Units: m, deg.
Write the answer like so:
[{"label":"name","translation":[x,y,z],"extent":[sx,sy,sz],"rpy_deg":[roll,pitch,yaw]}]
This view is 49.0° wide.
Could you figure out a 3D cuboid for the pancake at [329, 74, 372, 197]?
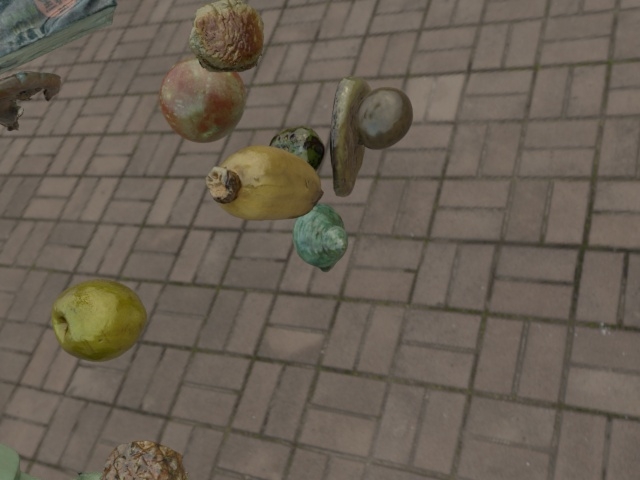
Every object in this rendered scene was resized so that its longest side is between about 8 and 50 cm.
[{"label":"pancake","translation":[0.071,-0.245,1.619],"extent":[0.049,0.294,0.294],"rpy_deg":[11,64,15]}]

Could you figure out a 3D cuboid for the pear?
[{"label":"pear","translation":[-0.392,0.142,1.249],"extent":[0.149,0.162,0.148],"rpy_deg":[-1,89,40]}]

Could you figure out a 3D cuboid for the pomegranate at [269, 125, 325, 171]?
[{"label":"pomegranate","translation":[-0.057,-0.224,1.695],"extent":[0.138,0.125,0.163],"rpy_deg":[-24,37,22]}]

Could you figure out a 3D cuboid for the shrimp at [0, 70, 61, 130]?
[{"label":"shrimp","translation":[-0.536,-0.248,1.263],"extent":[0.143,0.052,0.251],"rpy_deg":[-21,4,-21]}]

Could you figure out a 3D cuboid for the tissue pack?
[{"label":"tissue pack","translation":[-0.489,-0.425,1.048],"extent":[0.228,0.315,0.103],"rpy_deg":[-37,7,-27]}]

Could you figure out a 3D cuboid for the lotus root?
[{"label":"lotus root","translation":[-0.105,-0.109,1.344],"extent":[0.131,0.303,0.146],"rpy_deg":[41,112,28]}]

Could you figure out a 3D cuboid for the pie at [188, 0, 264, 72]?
[{"label":"pie","translation":[-0.206,-0.458,1.575],"extent":[0.193,0.163,0.079],"rpy_deg":[-21,18,-32]}]

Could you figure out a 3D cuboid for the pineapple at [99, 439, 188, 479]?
[{"label":"pineapple","translation":[-0.312,0.494,1.201],"extent":[0.158,0.158,0.278],"rpy_deg":[-17,50,15]}]

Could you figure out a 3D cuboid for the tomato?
[{"label":"tomato","translation":[-0.357,-0.425,2.176],"extent":[0.270,0.270,0.222],"rpy_deg":[-28,58,7]}]

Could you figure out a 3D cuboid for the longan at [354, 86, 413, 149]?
[{"label":"longan","translation":[0.100,-0.196,1.146],"extent":[0.113,0.092,0.113],"rpy_deg":[-49,22,27]}]

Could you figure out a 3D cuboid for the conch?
[{"label":"conch","translation":[0.002,-0.001,1.611],"extent":[0.122,0.176,0.188],"rpy_deg":[-12,16,3]}]

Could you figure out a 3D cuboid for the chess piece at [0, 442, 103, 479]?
[{"label":"chess piece","translation":[-0.521,0.471,1.273],"extent":[0.195,0.299,0.194],"rpy_deg":[-26,38,23]}]
